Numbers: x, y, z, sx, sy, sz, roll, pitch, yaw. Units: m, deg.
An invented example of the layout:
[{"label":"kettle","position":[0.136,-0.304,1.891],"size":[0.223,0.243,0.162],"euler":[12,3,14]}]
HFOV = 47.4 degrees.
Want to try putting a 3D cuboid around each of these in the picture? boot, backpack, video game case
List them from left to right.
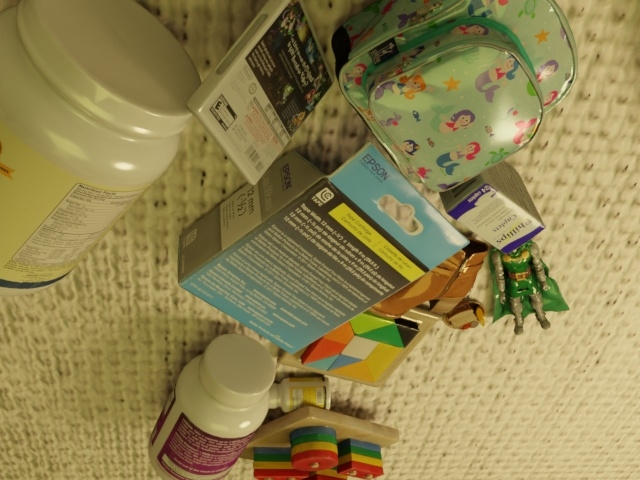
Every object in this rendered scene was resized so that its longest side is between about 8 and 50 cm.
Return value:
[{"label":"video game case","position":[-0.060,-0.171,0.834],"size":[0.173,0.022,0.190],"euler":[-53,157,-8]},{"label":"boot","position":[0.162,0.050,1.166],"size":[0.197,0.073,0.152],"euler":[0,137,-25]},{"label":"backpack","position":[0.164,-0.199,0.848],"size":[0.253,0.191,0.225],"euler":[-30,130,14]}]

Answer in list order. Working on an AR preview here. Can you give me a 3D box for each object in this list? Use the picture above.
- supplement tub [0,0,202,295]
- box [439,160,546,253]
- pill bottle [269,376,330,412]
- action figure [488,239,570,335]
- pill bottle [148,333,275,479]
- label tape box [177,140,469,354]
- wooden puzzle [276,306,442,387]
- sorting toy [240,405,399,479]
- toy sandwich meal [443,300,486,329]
[{"label":"supplement tub","position":[-0.309,-0.111,0.826],"size":[0.235,0.235,0.325],"euler":[31,123,-32]},{"label":"box","position":[0.229,-0.067,1.017],"size":[0.137,0.126,0.072],"euler":[30,123,-31]},{"label":"pill bottle","position":[-0.042,0.292,1.377],"size":[0.116,0.065,0.065],"euler":[0,134,-7]},{"label":"action figure","position":[0.334,0.066,1.213],"size":[0.137,0.063,0.232],"euler":[-16,131,13]},{"label":"pill bottle","position":[-0.190,0.304,1.297],"size":[0.169,0.169,0.301],"euler":[14,131,-20]},{"label":"label tape box","position":[0.000,0.000,1.066],"size":[0.348,0.115,0.249],"euler":[-35,129,21]},{"label":"wooden puzzle","position":[0.068,0.183,1.299],"size":[0.221,0.044,0.238],"euler":[18,130,-24]},{"label":"sorting toy","position":[-0.015,0.435,1.455],"size":[0.255,0.089,0.257],"euler":[25,137,-36]},{"label":"toy sandwich meal","position":[0.256,0.137,1.289],"size":[0.086,0.029,0.085],"euler":[-4,135,-4]}]
